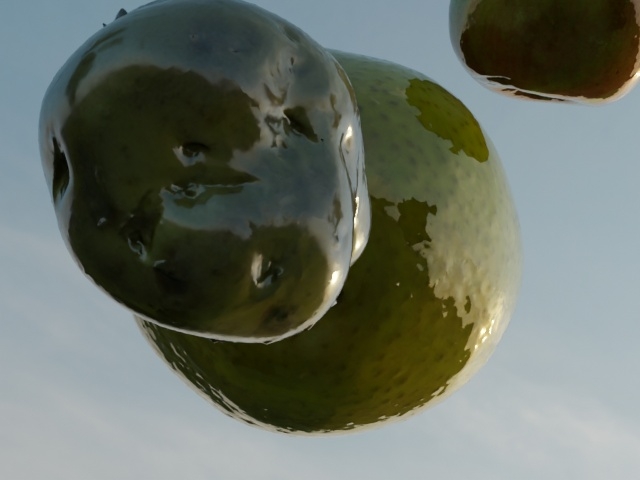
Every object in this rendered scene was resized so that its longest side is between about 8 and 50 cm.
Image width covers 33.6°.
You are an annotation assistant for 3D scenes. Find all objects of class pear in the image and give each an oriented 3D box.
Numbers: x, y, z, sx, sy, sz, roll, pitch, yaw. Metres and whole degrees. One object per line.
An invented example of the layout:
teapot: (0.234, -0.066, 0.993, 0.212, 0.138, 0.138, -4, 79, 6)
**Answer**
pear: (0.000, 0.000, 0.955, 0.362, 0.362, 0.418, 8, 1, 11)

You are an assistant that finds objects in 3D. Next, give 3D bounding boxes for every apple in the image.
apple: (0.211, -0.210, 0.937, 0.196, 0.196, 0.196, 11, -34, 7)

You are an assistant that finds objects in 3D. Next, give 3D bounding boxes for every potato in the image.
potato: (-0.048, -0.033, 0.490, 0.137, 0.154, 0.200, -1, 8, 8)
